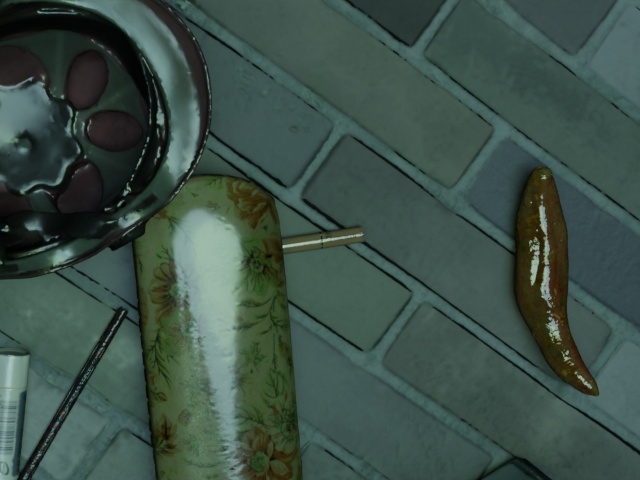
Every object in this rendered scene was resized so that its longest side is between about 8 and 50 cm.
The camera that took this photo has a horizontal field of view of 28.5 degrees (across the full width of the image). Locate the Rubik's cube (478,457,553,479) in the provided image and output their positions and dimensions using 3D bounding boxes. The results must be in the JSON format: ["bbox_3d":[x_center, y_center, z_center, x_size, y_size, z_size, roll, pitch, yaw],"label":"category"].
[{"bbox_3d":[0.195,0.479,1.277,0.359,0.363,0.362,-28,96,-8],"label":"Rubik's cube"}]

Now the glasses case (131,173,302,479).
[{"bbox_3d":[-0.106,0.141,1.322,0.156,0.098,0.425,-6,97,-10],"label":"glasses case"}]

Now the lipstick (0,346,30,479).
[{"bbox_3d":[-0.331,0.185,1.323,0.040,0.040,0.141,5,96,-9],"label":"lipstick"}]

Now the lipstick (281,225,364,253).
[{"bbox_3d":[0.000,0.000,1.362,0.094,0.019,0.019,-9,98,-8],"label":"lipstick"}]

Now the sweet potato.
[{"bbox_3d":[0.249,0.047,1.380,0.058,0.078,0.255,-10,90,-48],"label":"sweet potato"}]

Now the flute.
[{"bbox_3d":[-0.277,0.188,1.345,0.014,0.014,0.269,30,91,-11],"label":"flute"}]

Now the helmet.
[{"bbox_3d":[-0.276,-0.100,1.219,0.338,0.197,0.271,-30,93,-10],"label":"helmet"}]
